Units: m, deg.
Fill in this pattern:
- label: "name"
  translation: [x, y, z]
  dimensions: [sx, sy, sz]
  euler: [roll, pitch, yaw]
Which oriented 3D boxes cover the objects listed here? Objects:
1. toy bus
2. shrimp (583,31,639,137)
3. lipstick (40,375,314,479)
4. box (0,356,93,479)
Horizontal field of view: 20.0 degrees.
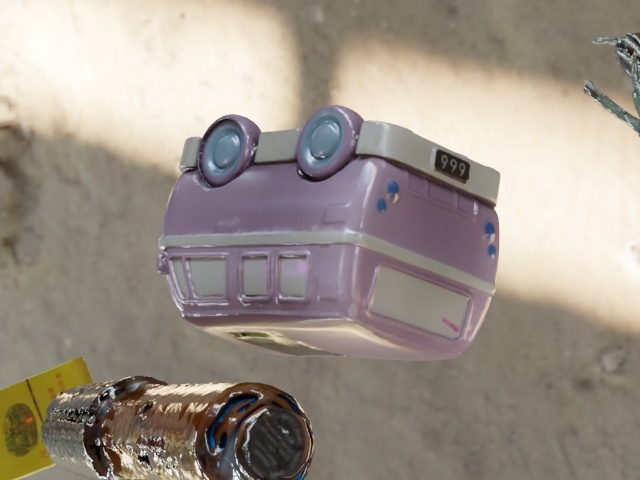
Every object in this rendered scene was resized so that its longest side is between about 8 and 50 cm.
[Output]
- label: "toy bus"
  translation: [0.000, 0.000, 1.157]
  dimensions: [0.202, 0.142, 0.142]
  euler: [-1, 76, 46]
- label: "shrimp"
  translation: [0.162, -0.023, 0.693]
  dimensions: [0.076, 0.082, 0.174]
  euler: [91, 160, -46]
- label: "lipstick"
  translation: [-0.097, 0.122, 1.125]
  dimensions: [0.418, 0.077, 0.077]
  euler: [-13, 92, 69]
- label: "box"
  translation: [-0.270, 0.173, 1.693]
  dimensions: [0.155, 0.023, 0.087]
  euler: [-23, 90, 27]
